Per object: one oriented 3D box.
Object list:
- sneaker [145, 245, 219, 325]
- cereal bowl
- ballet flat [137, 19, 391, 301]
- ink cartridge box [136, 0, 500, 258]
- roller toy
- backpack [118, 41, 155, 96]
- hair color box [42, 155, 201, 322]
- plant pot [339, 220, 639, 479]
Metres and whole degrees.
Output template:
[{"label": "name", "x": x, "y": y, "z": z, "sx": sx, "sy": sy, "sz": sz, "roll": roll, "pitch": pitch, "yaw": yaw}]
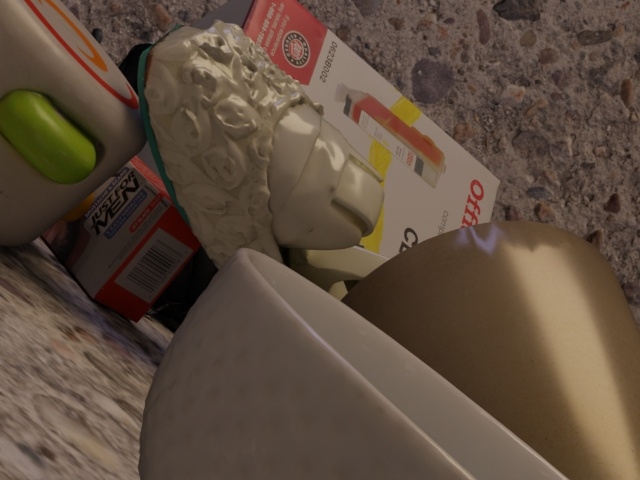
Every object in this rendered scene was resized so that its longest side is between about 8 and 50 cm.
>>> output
[{"label": "sneaker", "x": -0.097, "y": -0.030, "z": 1.163, "sx": 0.153, "sy": 0.101, "sz": 0.268, "roll": 27, "pitch": 46, "yaw": -34}, {"label": "cereal bowl", "x": 0.057, "y": 0.159, "z": 0.536, "sx": 0.339, "sy": 0.141, "sz": 0.339, "roll": 40, "pitch": 3, "yaw": -2}, {"label": "ballet flat", "x": 0.000, "y": 0.000, "z": 1.001, "sx": 0.147, "sy": 0.147, "sz": 0.409, "roll": 42, "pitch": -18, "yaw": 43}, {"label": "ink cartridge box", "x": -0.004, "y": -0.047, "z": 1.456, "sx": 0.385, "sy": 0.279, "sz": 0.160, "roll": 38, "pitch": -39, "yaw": -26}, {"label": "roller toy", "x": -0.226, "y": -0.098, "z": 0.912, "sx": 0.191, "sy": 0.146, "sz": 0.209, "roll": 50, "pitch": 5, "yaw": 0}, {"label": "backpack", "x": -0.174, "y": -0.127, "z": 1.666, "sx": 0.225, "sy": 0.191, "sz": 0.253, "roll": 37, "pitch": 1, "yaw": -10}, {"label": "hair color box", "x": -0.166, "y": -0.021, "z": 1.045, "sx": 0.053, "sy": 0.093, "sz": 0.167, "roll": 37, "pitch": 3, "yaw": -44}, {"label": "plant pot", "x": 0.149, "y": 0.169, "z": 0.932, "sx": 0.256, "sy": 0.256, "sz": 0.274, "roll": 37, "pitch": 19, "yaw": -39}]
